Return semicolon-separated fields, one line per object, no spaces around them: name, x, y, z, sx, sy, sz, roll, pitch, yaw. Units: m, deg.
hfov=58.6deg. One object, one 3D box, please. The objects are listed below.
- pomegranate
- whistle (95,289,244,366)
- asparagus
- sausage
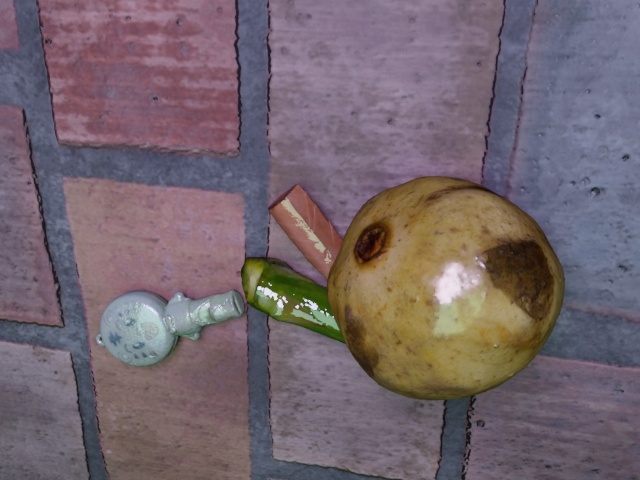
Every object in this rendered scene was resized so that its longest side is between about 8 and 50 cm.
pomegranate;0.146;0.059;0.691;0.281;0.281;0.281;4;113;10
whistle;-0.247;0.129;0.920;0.258;0.067;0.126;-16;102;13
asparagus;0.030;0.115;0.848;0.343;0.085;0.082;25;91;3
sausage;-0.001;0.000;0.819;0.065;0.065;0.169;-34;102;22
